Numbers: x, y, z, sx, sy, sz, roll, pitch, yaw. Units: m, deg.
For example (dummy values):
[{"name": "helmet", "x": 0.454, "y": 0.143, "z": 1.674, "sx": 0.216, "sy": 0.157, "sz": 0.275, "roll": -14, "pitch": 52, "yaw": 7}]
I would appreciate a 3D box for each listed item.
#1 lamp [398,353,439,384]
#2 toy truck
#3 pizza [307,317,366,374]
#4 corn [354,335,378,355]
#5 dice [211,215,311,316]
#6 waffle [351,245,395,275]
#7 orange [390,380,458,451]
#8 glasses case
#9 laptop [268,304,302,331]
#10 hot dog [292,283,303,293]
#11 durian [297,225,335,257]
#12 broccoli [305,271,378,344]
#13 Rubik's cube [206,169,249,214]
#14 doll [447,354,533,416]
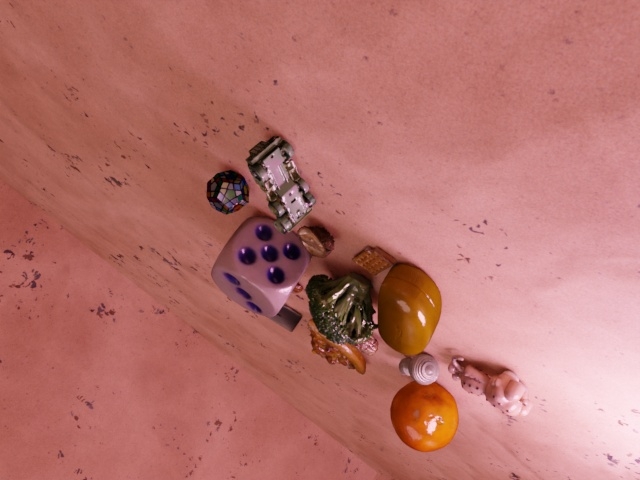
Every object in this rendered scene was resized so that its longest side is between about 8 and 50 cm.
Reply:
[{"name": "lamp", "x": 0.349, "y": 0.458, "z": 1.919, "sx": 0.106, "sy": 0.106, "sz": 0.193, "roll": 40, "pitch": 162, "yaw": -11}, {"name": "toy truck", "x": -0.122, "y": -0.150, "z": 1.404, "sx": 0.135, "sy": 0.128, "sz": 0.259, "roll": 31, "pitch": 157, "yaw": 36}, {"name": "pizza", "x": 0.069, "y": 0.439, "z": 2.207, "sx": 0.258, "sy": 0.087, "sz": 0.268, "roll": 20, "pitch": 148, "yaw": 19}, {"name": "corn", "x": 0.115, "y": 0.342, "z": 1.997, "sx": 0.237, "sy": 0.079, "sz": 0.079, "roll": 36, "pitch": 153, "yaw": -5}, {"name": "dice", "x": -0.189, "y": 0.084, "z": 1.731, "sx": 0.251, "sy": 0.243, "sz": 0.259, "roll": 34, "pitch": 150, "yaw": -1}, {"name": "waffle", "x": 0.152, "y": 0.057, "z": 1.549, "sx": 0.092, "sy": 0.021, "sz": 0.135, "roll": 36, "pitch": 153, "yaw": -4}, {"name": "orange", "x": 0.394, "y": 0.661, "z": 2.022, "sx": 0.261, "sy": 0.261, "sz": 0.261, "roll": 26, "pitch": 152, "yaw": 15}, {"name": "glasses case", "x": 0.258, "y": 0.227, "z": 1.583, "sx": 0.173, "sy": 0.141, "sz": 0.371, "roll": 22, "pitch": 151, "yaw": 19}, {"name": "laptop", "x": -0.181, "y": 0.321, "z": 2.348, "sx": 0.188, "sy": 0.015, "sz": 0.269, "roll": 32, "pitch": 153, "yaw": 2}, {"name": "hot dog", "x": -0.107, "y": 0.171, "z": 2.001, "sx": 0.083, "sy": 0.035, "sz": 0.058, "roll": 25, "pitch": 155, "yaw": 16}, {"name": "durian", "x": 0.000, "y": -0.003, "z": 1.562, "sx": 0.140, "sy": 0.071, "sz": 0.110, "roll": 27, "pitch": 150, "yaw": 43}, {"name": "broccoli", "x": 0.073, "y": 0.205, "z": 1.698, "sx": 0.269, "sy": 0.261, "sz": 0.241, "roll": 29, "pitch": 114, "yaw": 2}, {"name": "Rubik's cube", "x": -0.274, "y": -0.142, "z": 1.584, "sx": 0.133, "sy": 0.133, "sz": 0.111, "roll": 28, "pitch": 124, "yaw": 12}, {"name": "doll", "x": 0.537, "y": 0.460, "z": 1.710, "sx": 0.278, "sy": 0.119, "sz": 0.154, "roll": 23, "pitch": 152, "yaw": 40}]
